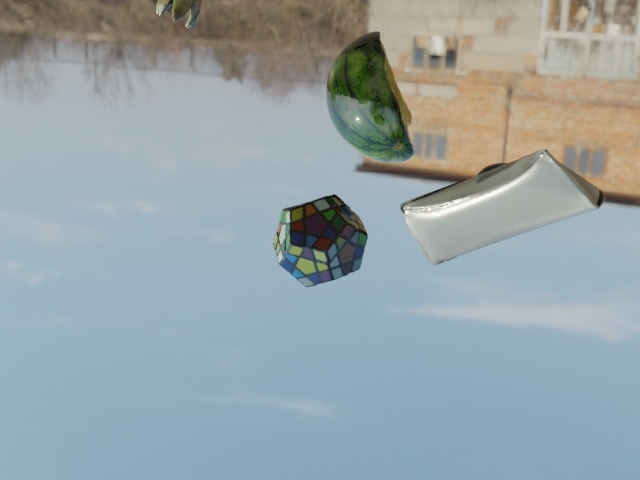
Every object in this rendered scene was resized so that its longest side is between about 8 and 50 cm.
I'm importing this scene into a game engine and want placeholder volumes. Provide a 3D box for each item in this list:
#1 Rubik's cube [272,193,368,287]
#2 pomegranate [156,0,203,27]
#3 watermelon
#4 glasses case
[{"bbox_3d":[0.000,0.000,1.299,0.133,0.112,0.133,42,-165,-14],"label":"Rubik's cube"},{"bbox_3d":[-0.162,-0.406,1.313,0.187,0.225,0.187,22,-173,-3],"label":"pomegranate"},{"bbox_3d":[0.073,-0.230,1.567,0.127,0.232,0.204,-17,161,3],"label":"watermelon"},{"bbox_3d":[0.258,-0.058,1.403,0.308,0.128,0.083,-21,-148,44],"label":"glasses case"}]
